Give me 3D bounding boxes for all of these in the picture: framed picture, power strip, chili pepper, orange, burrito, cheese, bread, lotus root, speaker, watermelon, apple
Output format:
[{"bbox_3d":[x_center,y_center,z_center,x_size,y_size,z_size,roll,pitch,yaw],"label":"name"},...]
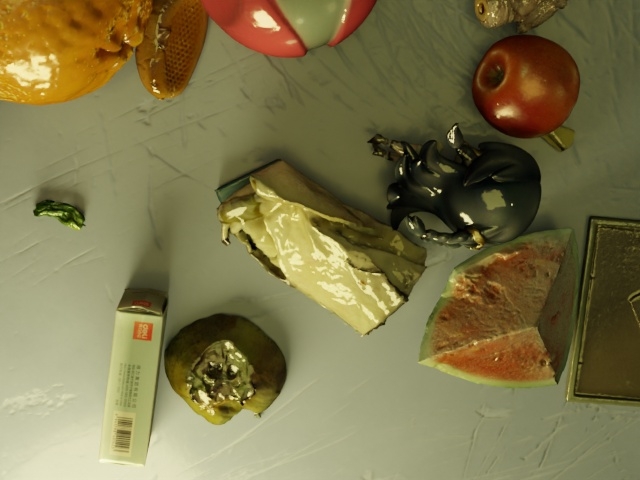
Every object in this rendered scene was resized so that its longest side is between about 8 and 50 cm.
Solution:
[{"bbox_3d":[0.547,0.126,1.841,0.240,0.020,0.324,3,101,-2],"label":"framed picture"},{"bbox_3d":[-0.109,-0.083,1.781,0.123,0.032,0.056,-25,100,4],"label":"power strip"},{"bbox_3d":[-0.424,-0.043,1.786,0.091,0.030,0.034,19,125,-3],"label":"chili pepper"},{"bbox_3d":[-0.397,-0.351,1.567,0.293,0.340,0.341,32,99,5],"label":"orange"},{"bbox_3d":[0.002,-0.002,1.742,0.331,0.190,0.135,35,56,-11],"label":"burrito"},{"bbox_3d":[0.375,-0.181,1.773,0.083,0.030,0.044,40,81,-3],"label":"cheese"},{"bbox_3d":[-0.235,-0.315,1.703,0.077,0.114,0.189,25,103,34],"label":"bread"},{"bbox_3d":[-0.159,0.224,1.821,0.203,0.078,0.183,40,99,-10],"label":"lotus root"},{"bbox_3d":[-0.039,-0.426,1.644,0.294,0.294,0.294,0,101,-1],"label":"speaker"},{"bbox_3d":[0.297,0.126,1.768,0.260,0.176,0.256,-10,95,22],"label":"watermelon"},{"bbox_3d":[0.314,-0.238,1.693,0.139,0.163,0.163,23,100,-25],"label":"apple"}]

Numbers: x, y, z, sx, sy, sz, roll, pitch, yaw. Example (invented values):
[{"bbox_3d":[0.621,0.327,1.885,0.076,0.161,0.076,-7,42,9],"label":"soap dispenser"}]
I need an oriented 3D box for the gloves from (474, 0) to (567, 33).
[{"bbox_3d":[0.309,-0.368,1.694,0.144,0.110,0.094,-9,104,1],"label":"gloves"}]

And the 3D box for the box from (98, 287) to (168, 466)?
[{"bbox_3d":[-0.303,0.220,1.789,0.079,0.135,0.270,8,102,-6],"label":"box"}]

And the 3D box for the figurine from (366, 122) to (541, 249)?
[{"bbox_3d":[0.213,-0.082,1.723,0.264,0.175,0.197,-5,93,7],"label":"figurine"}]
